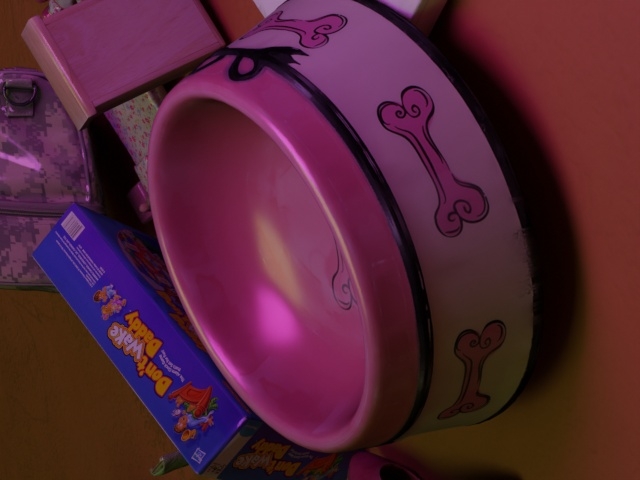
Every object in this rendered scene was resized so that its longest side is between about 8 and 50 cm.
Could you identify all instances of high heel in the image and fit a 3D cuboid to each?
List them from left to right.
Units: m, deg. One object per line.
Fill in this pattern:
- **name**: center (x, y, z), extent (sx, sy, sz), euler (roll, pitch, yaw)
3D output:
- **high heel**: center (0.106, 0.235, 1.581), extent (0.244, 0.082, 0.117), euler (43, 117, 60)

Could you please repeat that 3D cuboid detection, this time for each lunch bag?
- **lunch bag**: center (-0.357, -0.077, 1.949), extent (0.305, 0.213, 0.256), euler (-161, 77, -83)

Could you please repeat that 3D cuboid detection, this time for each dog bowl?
- **dog bowl**: center (0.000, 0.000, 1.396), extent (0.408, 0.150, 0.408), euler (40, 143, 40)

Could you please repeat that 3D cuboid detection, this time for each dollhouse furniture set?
- **dollhouse furniture set**: center (-0.261, -0.171, 1.772), extent (0.303, 0.174, 0.355), euler (60, 152, 3)
- **dollhouse furniture set**: center (-0.154, 0.279, 2.052), extent (0.058, 0.076, 0.151), euler (59, 151, 12)

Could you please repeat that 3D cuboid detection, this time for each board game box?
- **board game box**: center (-0.130, 0.121, 1.737), extent (0.078, 0.233, 0.347), euler (-50, 55, 10)

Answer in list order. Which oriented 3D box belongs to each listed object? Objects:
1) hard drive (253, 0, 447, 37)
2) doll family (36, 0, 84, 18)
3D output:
- **hard drive**: center (0.027, -0.275, 1.351), extent (0.233, 0.047, 0.353), euler (58, 151, 18)
- **doll family**: center (-0.361, -0.370, 1.898), extent (0.263, 0.118, 0.163), euler (65, 152, 7)
